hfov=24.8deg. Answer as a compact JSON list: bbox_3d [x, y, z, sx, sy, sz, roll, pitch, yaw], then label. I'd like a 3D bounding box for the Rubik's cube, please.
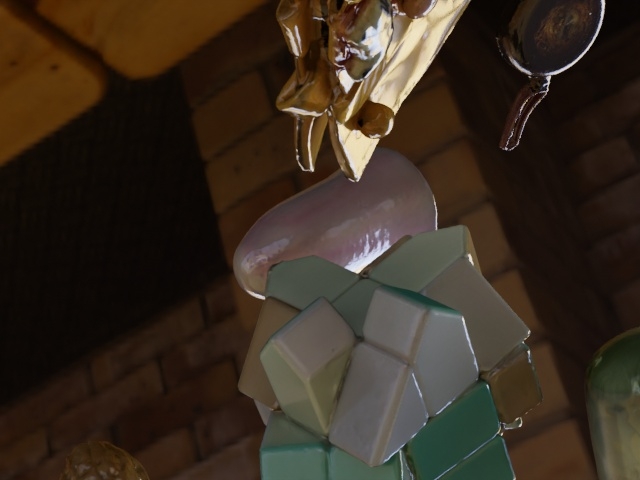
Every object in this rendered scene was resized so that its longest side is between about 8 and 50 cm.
[{"bbox_3d":[0.040,0.112,1.190,0.265,0.224,0.213,-34,127,-19],"label":"Rubik's cube"}]

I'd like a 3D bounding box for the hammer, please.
[{"bbox_3d":[0.331,0.210,1.179,0.118,0.335,0.207,-21,114,-11],"label":"hammer"}]

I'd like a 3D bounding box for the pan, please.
[{"bbox_3d":[0.205,-0.164,1.365,0.114,0.040,0.212,-14,134,-29],"label":"pan"}]

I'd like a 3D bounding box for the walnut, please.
[{"bbox_3d":[-0.190,0.224,1.281,0.082,0.096,0.079,-22,142,-16],"label":"walnut"}]

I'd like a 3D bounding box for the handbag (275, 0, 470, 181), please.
[{"bbox_3d":[0.052,-0.250,1.197,0.133,0.283,0.401,23,152,13],"label":"handbag"}]

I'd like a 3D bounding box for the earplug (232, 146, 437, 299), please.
[{"bbox_3d":[0.000,0.000,1.947,0.301,0.172,0.172,-28,160,-43],"label":"earplug"}]
